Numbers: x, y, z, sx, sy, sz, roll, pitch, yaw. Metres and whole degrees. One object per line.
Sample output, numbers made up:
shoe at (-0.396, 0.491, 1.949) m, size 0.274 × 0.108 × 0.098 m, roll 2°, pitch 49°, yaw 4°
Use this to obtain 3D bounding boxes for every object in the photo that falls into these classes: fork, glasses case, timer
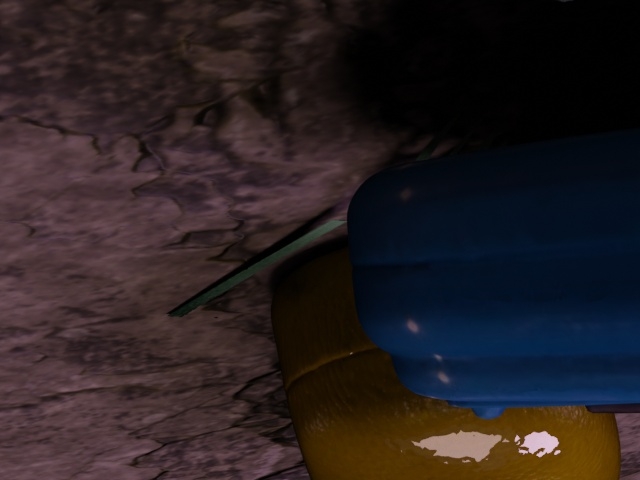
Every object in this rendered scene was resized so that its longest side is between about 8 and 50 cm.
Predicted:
fork at (0.001, 0.002, 0.873) m, size 0.039 × 0.021 × 0.235 m, roll 9°, pitch 150°, yaw -39°
glasses case at (0.079, 0.112, 1.044) m, size 0.173 × 0.141 × 0.371 m, roll -14°, pitch 160°, yaw 1°
timer at (0.199, 0.000, 0.722) m, size 0.309 × 0.115 × 0.340 m, roll -4°, pitch -178°, yaw 43°
